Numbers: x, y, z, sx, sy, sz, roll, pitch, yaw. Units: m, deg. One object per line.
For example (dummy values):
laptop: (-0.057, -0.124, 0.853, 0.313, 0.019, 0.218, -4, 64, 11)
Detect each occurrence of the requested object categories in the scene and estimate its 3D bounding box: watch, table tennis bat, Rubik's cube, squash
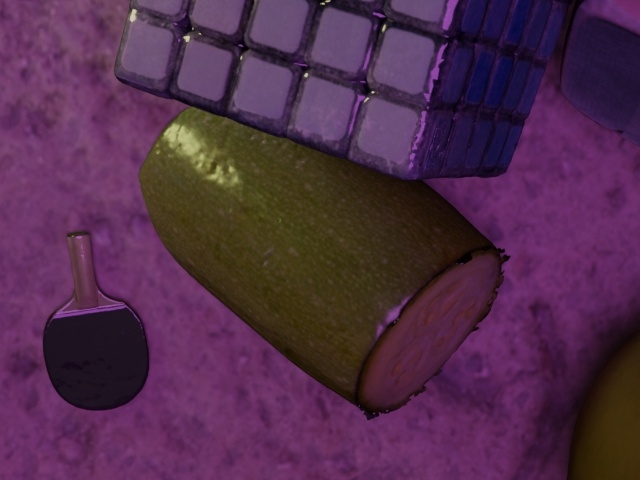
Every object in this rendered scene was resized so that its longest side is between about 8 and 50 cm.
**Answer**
watch: (0.301, -0.204, 1.036, 0.162, 0.253, 0.241, 30, 74, 11)
table tennis bat: (-0.190, 0.069, 1.174, 0.087, 0.013, 0.156, -6, 105, -2)
Rubik's cube: (0.031, -0.184, 0.973, 0.238, 0.237, 0.237, 22, 104, 22)
squash: (0.000, 0.000, 1.166, 0.260, 0.189, 0.189, 38, 101, 24)

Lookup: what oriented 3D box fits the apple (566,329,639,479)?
apple: (0.316, 0.188, 1.112, 0.233, 0.258, 0.295, 21, 110, -1)
